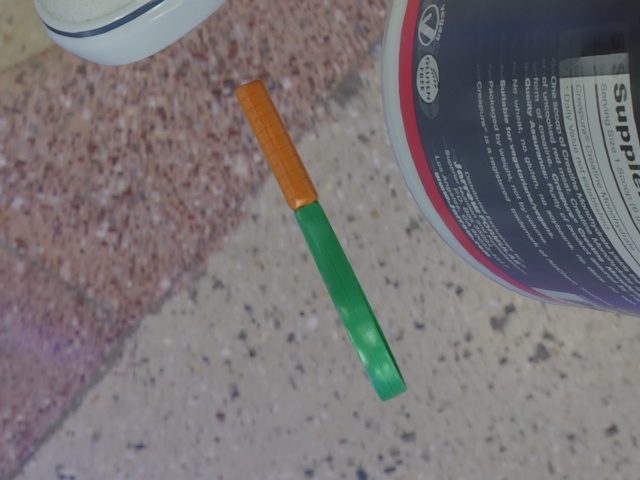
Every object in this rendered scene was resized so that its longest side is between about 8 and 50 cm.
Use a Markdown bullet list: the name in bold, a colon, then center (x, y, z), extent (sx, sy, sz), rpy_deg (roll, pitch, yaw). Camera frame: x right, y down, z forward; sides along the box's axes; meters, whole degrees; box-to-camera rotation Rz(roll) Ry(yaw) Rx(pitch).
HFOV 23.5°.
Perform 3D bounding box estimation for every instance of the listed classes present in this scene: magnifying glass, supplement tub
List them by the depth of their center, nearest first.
- **supplement tub**: center (0.156, -0.060, 0.523), extent (0.191, 0.272, 0.191), rpy_deg (-2, 94, -24)
- **magnifying glass**: center (0.000, 0.000, 1.026), extent (0.026, 0.092, 0.231), rpy_deg (-24, 84, 3)

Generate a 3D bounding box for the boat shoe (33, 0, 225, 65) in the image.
- **boat shoe**: center (-0.054, -0.268, 0.784), extent (0.367, 0.136, 0.156), rpy_deg (-53, 149, 2)
